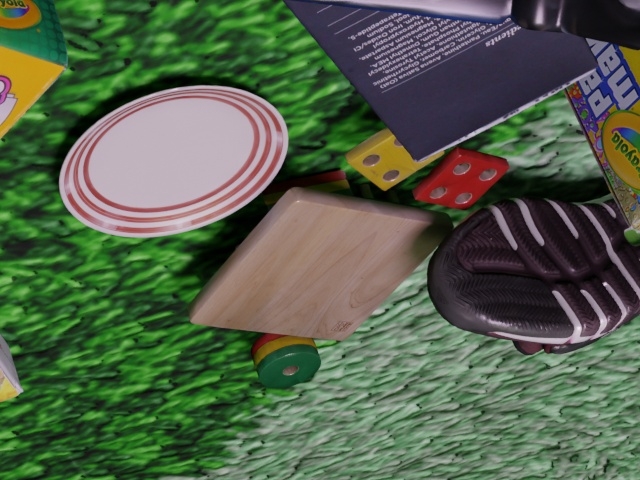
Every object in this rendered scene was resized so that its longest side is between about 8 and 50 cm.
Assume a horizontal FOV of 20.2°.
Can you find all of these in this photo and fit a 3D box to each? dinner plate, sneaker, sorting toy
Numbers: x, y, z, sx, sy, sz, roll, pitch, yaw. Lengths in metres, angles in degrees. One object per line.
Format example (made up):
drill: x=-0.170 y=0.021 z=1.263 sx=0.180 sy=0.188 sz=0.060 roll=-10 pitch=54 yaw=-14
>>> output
dinner plate: x=-0.089 y=-0.050 z=1.080 sx=0.141 sy=0.017 sz=0.141 roll=-15 pitch=147 yaw=-10
sneaker: x=0.156 y=0.043 z=1.242 sx=0.281 sy=0.106 sz=0.162 roll=-12 pitch=156 yaw=-39
sorting toy: x=0.000 y=0.000 z=1.175 sx=0.132 sy=0.046 sz=0.274 roll=8 pitch=138 yaw=-37

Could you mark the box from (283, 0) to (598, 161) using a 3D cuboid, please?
box: x=0.033 y=-0.159 z=0.858 sx=0.108 sy=0.153 sz=0.207 roll=-27 pitch=146 yaw=11

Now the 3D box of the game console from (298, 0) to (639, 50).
game console: x=0.089 y=-0.215 z=0.638 sx=0.173 sy=0.250 sz=0.293 roll=-4 pitch=107 yaw=-42

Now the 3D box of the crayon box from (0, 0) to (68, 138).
crayon box: x=-0.276 y=-0.053 z=0.896 sx=0.165 sy=0.081 sz=0.278 roll=17 pitch=132 yaw=-44

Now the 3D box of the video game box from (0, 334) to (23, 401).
video game box: x=-0.309 y=0.076 z=1.112 sx=0.205 sy=0.048 sz=0.187 roll=-19 pitch=149 yaw=-2

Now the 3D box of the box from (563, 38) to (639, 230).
box: x=0.333 y=-0.132 z=1.044 sx=0.290 sy=0.177 sz=0.279 roll=11 pitch=137 yaw=-39
